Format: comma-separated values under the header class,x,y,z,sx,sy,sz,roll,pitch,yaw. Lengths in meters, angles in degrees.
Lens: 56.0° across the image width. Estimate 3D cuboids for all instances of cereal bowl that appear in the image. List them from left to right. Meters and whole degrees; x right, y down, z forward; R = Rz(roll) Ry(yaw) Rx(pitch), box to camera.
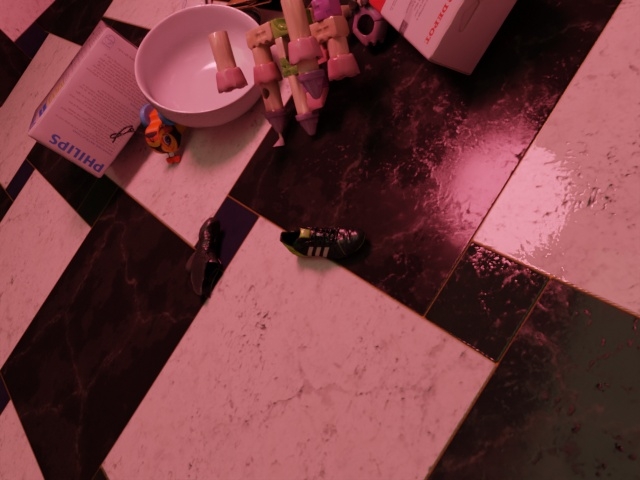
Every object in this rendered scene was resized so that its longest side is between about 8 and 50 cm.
class,x,y,z,sx,sy,sz,roll,pitch,yaw
cereal bowl,-0.286,-0.423,1.530,0.339,0.141,0.339,-3,66,6

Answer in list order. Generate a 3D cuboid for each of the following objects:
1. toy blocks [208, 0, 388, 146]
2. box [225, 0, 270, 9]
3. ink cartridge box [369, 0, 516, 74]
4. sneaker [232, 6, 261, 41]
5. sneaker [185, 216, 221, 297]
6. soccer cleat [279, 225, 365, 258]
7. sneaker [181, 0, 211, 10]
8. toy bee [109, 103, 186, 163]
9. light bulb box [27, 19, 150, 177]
class,x,y,z,sx,sy,sz,roll,pitch,yaw
toy blocks,-0.024,-0.356,1.294,0.288,0.309,0.260,-6,104,42
box,-0.148,-0.701,1.650,0.164,0.021,0.201,6,50,39
ink cartridge box,0.230,-0.469,1.131,0.197,0.114,0.273,-60,38,31
sneaker,-0.267,-0.559,1.674,0.222,0.083,0.118,-16,56,32
sneaker,-0.248,0.036,1.345,0.089,0.051,0.170,20,85,45
soccer cleat,0.000,0.000,1.133,0.179,0.072,0.060,-7,62,38
sneaker,-0.373,-0.687,1.830,0.091,0.094,0.258,-35,47,26
toy bee,-0.424,-0.299,1.636,0.298,0.162,0.195,-42,33,-22
light bulb box,-0.650,-0.427,1.776,0.361,0.225,0.358,-52,30,5
